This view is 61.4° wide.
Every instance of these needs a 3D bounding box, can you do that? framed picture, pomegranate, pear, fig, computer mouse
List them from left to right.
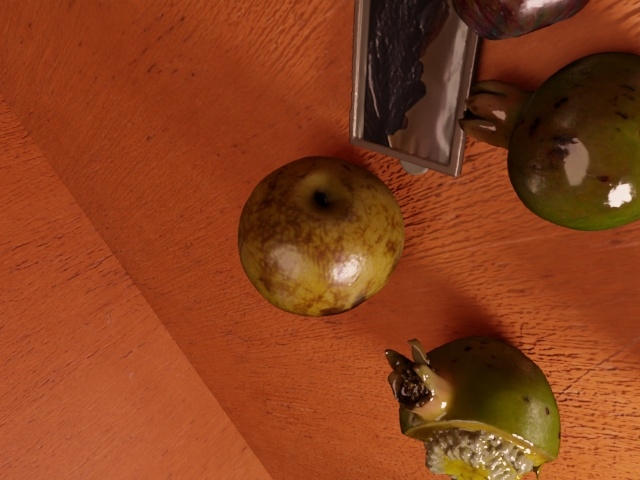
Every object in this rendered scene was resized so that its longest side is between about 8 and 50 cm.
[{"bbox_3d":[0.000,0.000,0.887,0.283,0.283,0.284,27,138,28],"label":"pear"},{"bbox_3d":[0.123,-0.234,0.740,0.192,0.018,0.266,23,128,33],"label":"framed picture"},{"bbox_3d":[0.140,-0.154,0.808,0.055,0.032,0.110,-2,112,43],"label":"computer mouse"},{"bbox_3d":[0.235,0.266,0.877,0.340,0.261,0.260,41,150,-29],"label":"pomegranate"},{"bbox_3d":[0.194,-0.331,0.531,0.149,0.149,0.246,4,112,44],"label":"fig"},{"bbox_3d":[0.276,-0.117,0.598,0.241,0.159,0.190,51,143,7],"label":"pomegranate"}]
